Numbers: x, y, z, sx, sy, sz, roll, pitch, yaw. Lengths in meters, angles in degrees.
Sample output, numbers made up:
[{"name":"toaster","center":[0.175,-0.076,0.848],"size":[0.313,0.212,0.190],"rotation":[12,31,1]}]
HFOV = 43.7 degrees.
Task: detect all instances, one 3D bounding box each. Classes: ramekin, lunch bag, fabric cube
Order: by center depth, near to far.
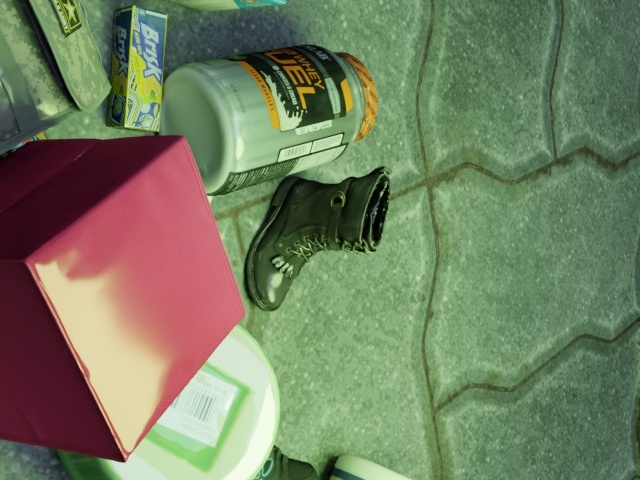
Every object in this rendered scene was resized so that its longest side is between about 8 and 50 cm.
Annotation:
[{"name":"fabric cube","center":[-0.280,0.053,0.896],"size":[0.258,0.259,0.254],"rotation":[-53,136,-47]},{"name":"lunch bag","center":[-0.389,-0.236,0.936],"size":[0.287,0.169,0.235],"rotation":[-40,125,-38]},{"name":"ramekin","center":[-0.204,0.234,1.109],"size":[0.303,0.148,0.303],"rotation":[7,74,-27]}]

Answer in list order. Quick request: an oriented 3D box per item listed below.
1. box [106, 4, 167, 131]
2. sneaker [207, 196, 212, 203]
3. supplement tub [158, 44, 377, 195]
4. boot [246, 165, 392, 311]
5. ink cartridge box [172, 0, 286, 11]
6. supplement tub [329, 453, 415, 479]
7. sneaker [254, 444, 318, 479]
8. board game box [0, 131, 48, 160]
[{"name":"box","center":[-0.260,-0.241,1.132],"size":[0.059,0.054,0.169],"rotation":[2,93,-44]},{"name":"sneaker","center":[-0.229,-0.036,1.161],"size":[0.212,0.094,0.080],"rotation":[-28,112,-38]},{"name":"supplement tub","center":[-0.072,-0.193,1.221],"size":[0.316,0.193,0.193],"rotation":[-22,110,-41]},{"name":"boot","center":[0.000,0.000,1.288],"size":[0.091,0.229,0.263],"rotation":[23,79,-43]},{"name":"ink cartridge box","center":[-0.175,-0.426,1.082],"size":[0.233,0.171,0.168],"rotation":[2,95,-55]},{"name":"supplement tub","center":[0.080,0.572,1.437],"size":[0.228,0.228,0.316],"rotation":[37,70,-40]},{"name":"sneaker","center":[-0.117,0.349,1.295],"size":[0.341,0.125,0.139],"rotation":[25,77,-43]},{"name":"board game box","center":[-0.396,-0.047,1.032],"size":[0.141,0.048,0.170],"rotation":[-37,119,-36]}]
